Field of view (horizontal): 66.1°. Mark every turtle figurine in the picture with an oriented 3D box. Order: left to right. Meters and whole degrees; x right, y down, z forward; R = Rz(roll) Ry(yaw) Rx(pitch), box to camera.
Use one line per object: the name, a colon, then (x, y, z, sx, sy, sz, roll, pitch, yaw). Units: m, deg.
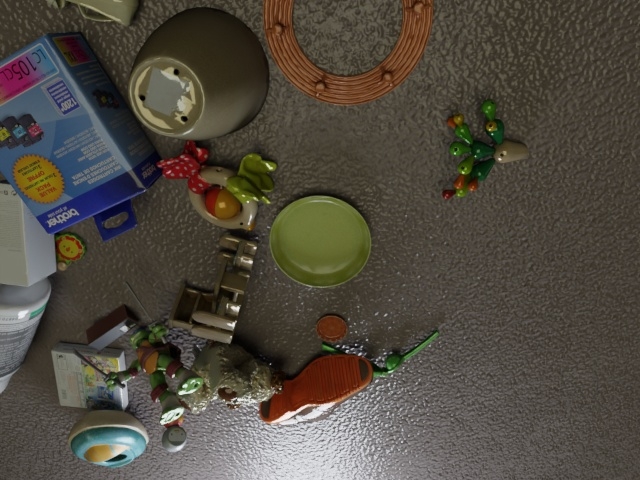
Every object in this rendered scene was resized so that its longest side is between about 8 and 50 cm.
turtle figurine: (-0.434, 0.300, 1.193, 0.266, 0.197, 0.275, 36, 154, 29)

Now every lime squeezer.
lime squeezer: (0.166, 0.307, 1.314, 0.310, 0.059, 0.110, -8, 85, 9)

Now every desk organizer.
desk organizer: (-0.555, 0.231, 1.307, 0.130, 0.050, 0.047, -34, 144, 2)

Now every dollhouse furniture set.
dollhouse furniture set: (-0.263, 0.127, 1.157, 0.160, 0.212, 0.242, 15, 143, -6)

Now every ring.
ring: (0.053, -0.434, 0.960, 0.336, 0.032, 0.337, 1, 117, 3)

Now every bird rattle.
bird rattle: (-0.228, -0.107, 1.089, 0.253, 0.143, 0.207, 7, 133, 3)

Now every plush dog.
plush dog: (-0.217, 0.360, 1.305, 0.262, 0.211, 0.225, -25, 131, 37)

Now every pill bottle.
pill bottle: (-0.836, 0.229, 1.238, 0.204, 0.204, 0.361, 28, 114, -10)

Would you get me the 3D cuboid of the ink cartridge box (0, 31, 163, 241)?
ink cartridge box: (-0.525, -0.194, 1.048, 0.269, 0.151, 0.396, -23, 114, 14)

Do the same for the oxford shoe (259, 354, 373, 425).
oxford shoe: (0.006, 0.410, 1.332, 0.363, 0.130, 0.132, -28, 135, 28)

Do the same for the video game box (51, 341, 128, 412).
video game box: (-0.649, 0.389, 1.393, 0.187, 0.048, 0.205, 8, 117, 1)

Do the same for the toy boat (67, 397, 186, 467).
toy boat: (-0.535, 0.555, 1.383, 0.318, 0.148, 0.268, -18, 144, 0)

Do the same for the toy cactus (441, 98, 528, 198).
toy cactus: (0.346, -0.189, 1.040, 0.180, 0.112, 0.219, -2, 115, -17)

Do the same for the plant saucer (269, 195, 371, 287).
plant saucer: (0.000, 0.000, 1.172, 0.240, 0.037, 0.241, 1, 117, 3)

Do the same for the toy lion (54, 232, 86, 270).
toy lion: (-0.641, 0.018, 1.223, 0.100, 0.034, 0.096, 36, 106, -13)

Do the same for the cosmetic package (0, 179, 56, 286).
cosmetic package: (-0.684, -0.023, 1.134, 0.085, 0.117, 0.231, 6, 103, 1)

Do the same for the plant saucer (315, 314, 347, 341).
plant saucer: (0.030, 0.230, 1.295, 0.083, 0.013, 0.084, 2, 116, 3)

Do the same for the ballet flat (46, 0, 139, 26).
ballet flat: (-0.478, -0.477, 0.948, 0.248, 0.086, 0.086, 16, 116, -6)

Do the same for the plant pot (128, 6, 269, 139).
plant pot: (-0.242, -0.291, 0.913, 0.256, 0.274, 0.257, 2, 116, 3)
